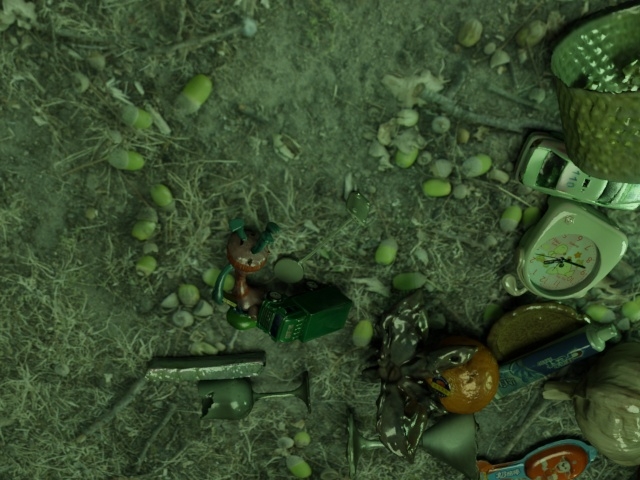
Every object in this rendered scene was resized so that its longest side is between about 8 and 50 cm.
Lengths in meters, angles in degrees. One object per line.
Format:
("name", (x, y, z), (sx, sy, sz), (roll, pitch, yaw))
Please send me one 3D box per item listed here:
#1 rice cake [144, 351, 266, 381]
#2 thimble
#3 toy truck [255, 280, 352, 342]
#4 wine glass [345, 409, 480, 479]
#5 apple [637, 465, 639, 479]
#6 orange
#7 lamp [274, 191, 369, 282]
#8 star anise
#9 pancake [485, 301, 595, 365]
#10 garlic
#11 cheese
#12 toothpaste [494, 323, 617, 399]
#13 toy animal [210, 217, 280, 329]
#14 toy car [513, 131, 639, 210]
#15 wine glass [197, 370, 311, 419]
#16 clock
("rice cake", (-0.199, 0.218, 1.511), (0.210, 0.043, 0.034), (-3, 112, -2))
("thimble", (0.454, -0.209, 1.185), (0.270, 0.271, 0.150), (-16, 123, 6))
("toy truck", (-0.030, 0.117, 1.416), (0.147, 0.079, 0.065), (-12, 129, -44))
("wine glass", (0.163, 0.360, 1.561), (0.232, 0.156, 0.156), (-3, 120, 4))
("apple", (0.746, 0.439, 1.507), (0.400, 0.400, 0.334), (-12, 95, 3))
("orange", (0.244, 0.229, 1.497), (0.117, 0.135, 0.136), (-18, 125, -32))
("lamp", (0.000, 0.000, 1.412), (0.050, 0.056, 0.198), (38, 122, -23))
("star anise", (0.141, 0.210, 1.440), (0.110, 0.198, 0.258), (-4, 129, -42))
("pancake", (0.379, 0.170, 1.504), (0.199, 0.021, 0.199), (1, 137, 1))
("garlic", (0.493, 0.273, 1.523), (0.212, 0.218, 0.219), (11, 125, 30))
("cheese", (0.404, 0.435, 1.672), (0.256, 0.037, 0.106), (-13, 118, 3))
("toothpaste", (0.386, 0.203, 1.492), (0.069, 0.047, 0.268), (20, 140, -39))
("toy animal", (-0.123, 0.052, 1.389), (0.103, 0.100, 0.208), (-21, 142, -36))
("toy car", (0.415, -0.100, 1.349), (0.224, 0.076, 0.090), (12, 116, -10))
("wine glass", (-0.116, 0.272, 1.526), (0.195, 0.079, 0.079), (-5, 120, -2))
("clock", (0.390, 0.027, 1.427), (0.151, 0.062, 0.191), (28, 115, -18))
